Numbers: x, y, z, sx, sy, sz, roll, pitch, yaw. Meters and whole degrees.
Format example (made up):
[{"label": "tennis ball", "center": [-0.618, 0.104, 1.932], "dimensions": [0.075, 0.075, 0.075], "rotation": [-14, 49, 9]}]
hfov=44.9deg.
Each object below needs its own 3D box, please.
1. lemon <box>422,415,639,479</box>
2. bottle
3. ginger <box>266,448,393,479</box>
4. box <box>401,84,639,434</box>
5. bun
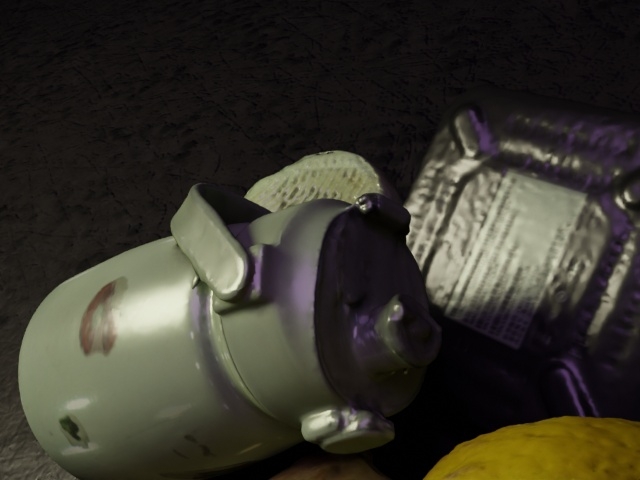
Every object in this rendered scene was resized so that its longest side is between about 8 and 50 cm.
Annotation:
[{"label": "lemon", "center": [0.140, 0.224, 0.407], "dimensions": [0.254, 0.253, 0.310], "rotation": [-6, 44, 22]}, {"label": "bottle", "center": [-0.063, 0.068, 0.616], "dimensions": [0.352, 0.229, 0.229], "rotation": [-24, 34, 39]}, {"label": "ginger", "center": [-0.053, 0.249, 0.573], "dimensions": [0.221, 0.130, 0.276], "rotation": [13, 47, 47]}, {"label": "box", "center": [0.179, 0.023, 0.650], "dimensions": [0.289, 0.073, 0.289], "rotation": [25, 92, 43]}, {"label": "bun", "center": [0.000, 0.000, 0.817], "dimensions": [0.196, 0.118, 0.195], "rotation": [-14, 47, 16]}]
